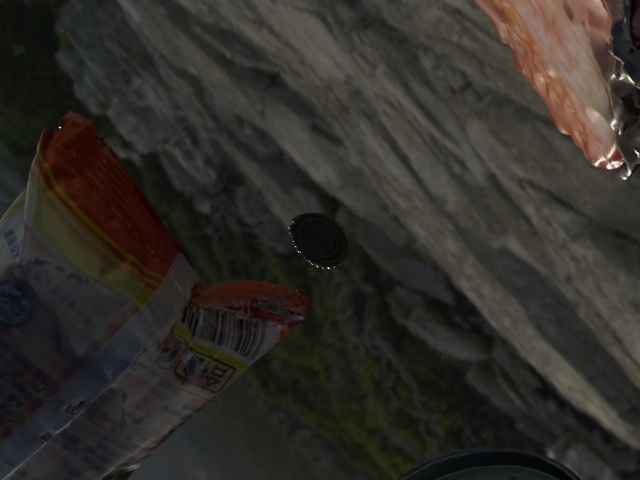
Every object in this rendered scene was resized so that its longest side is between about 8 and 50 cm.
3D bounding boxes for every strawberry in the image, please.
[{"bbox_3d":[0.144,-0.157,0.558,0.236,0.111,0.190,59,178,29],"label":"strawberry"}]

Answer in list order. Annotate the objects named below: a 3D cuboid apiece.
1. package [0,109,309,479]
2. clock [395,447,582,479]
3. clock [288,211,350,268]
[{"bbox_3d":[-0.179,0.078,0.701,0.223,0.288,0.108,40,-170,-19],"label":"package"},{"bbox_3d":[0.155,0.318,1.078,0.280,0.280,0.055,30,148,58],"label":"clock"},{"bbox_3d":[0.000,0.000,1.284,0.083,0.074,0.010,68,149,31],"label":"clock"}]
